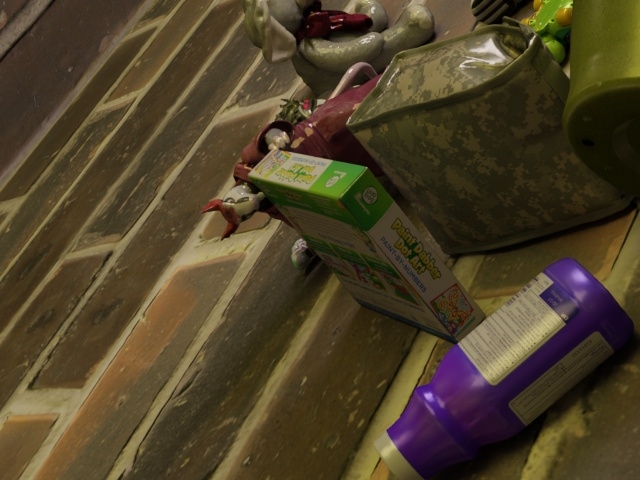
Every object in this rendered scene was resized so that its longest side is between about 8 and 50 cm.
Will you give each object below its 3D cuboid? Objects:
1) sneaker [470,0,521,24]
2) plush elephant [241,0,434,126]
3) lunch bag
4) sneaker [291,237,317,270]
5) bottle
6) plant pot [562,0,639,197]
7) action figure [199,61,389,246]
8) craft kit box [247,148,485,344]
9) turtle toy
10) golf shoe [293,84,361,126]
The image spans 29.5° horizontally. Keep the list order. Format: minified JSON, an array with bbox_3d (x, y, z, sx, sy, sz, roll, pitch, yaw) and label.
[{"bbox_3d":[0.332,-0.456,1.975,0.228,0.086,0.132,-35,24,17],"label":"sneaker"},{"bbox_3d":[-0.018,-0.382,2.157,0.330,0.255,0.272,-42,25,1],"label":"plush elephant"},{"bbox_3d":[0.216,-0.126,1.440,0.287,0.235,0.169,-9,38,50],"label":"lunch bag"},{"bbox_3d":[0.000,0.000,1.785,0.069,0.038,0.098,-17,35,43],"label":"sneaker"},{"bbox_3d":[0.181,0.141,1.239,0.283,0.092,0.118,-41,25,3],"label":"bottle"},{"bbox_3d":[0.413,-0.231,1.253,0.366,0.366,0.353,-7,54,51],"label":"plant pot"},{"bbox_3d":[-0.015,-0.133,1.717,0.370,0.248,0.276,-28,41,-12],"label":"action figure"},{"bbox_3d":[0.050,0.003,1.465,0.061,0.246,0.250,-49,27,-12],"label":"craft kit box"},{"bbox_3d":[0.340,-0.305,1.742,0.095,0.066,0.130,-5,44,52],"label":"turtle toy"},{"bbox_3d":[0.028,-0.181,1.962,0.120,0.105,0.273,-29,28,11],"label":"golf shoe"}]
